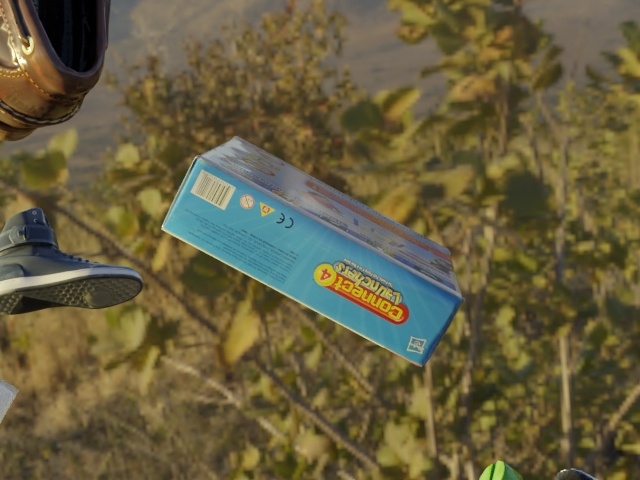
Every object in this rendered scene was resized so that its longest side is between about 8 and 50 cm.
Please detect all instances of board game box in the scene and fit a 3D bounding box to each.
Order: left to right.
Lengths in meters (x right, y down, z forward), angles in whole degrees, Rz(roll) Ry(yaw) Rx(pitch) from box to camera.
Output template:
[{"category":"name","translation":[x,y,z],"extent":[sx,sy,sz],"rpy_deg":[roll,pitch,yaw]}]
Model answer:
[{"category":"board game box","translation":[0.000,0.000,1.364],"extent":[0.308,0.086,0.302],"rpy_deg":[28,9,-1]}]

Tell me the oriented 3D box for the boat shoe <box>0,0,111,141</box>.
[{"category":"boat shoe","translation":[-0.121,-0.148,0.525],"extent":[0.073,0.207,0.073],"rpy_deg":[4,-18,-39]}]

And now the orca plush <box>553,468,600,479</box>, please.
[{"category":"orca plush","translation":[0.339,0.400,1.408],"extent":[0.151,0.287,0.102],"rpy_deg":[-3,34,31]}]

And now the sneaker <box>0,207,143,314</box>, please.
[{"category":"sneaker","translation":[-0.382,0.023,1.831],"extent":[0.226,0.086,0.163],"rpy_deg":[-3,50,-6]}]

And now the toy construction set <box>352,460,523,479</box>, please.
[{"category":"toy construction set","translation":[0.012,0.306,0.970],"extent":[0.309,0.237,0.257],"rpy_deg":[-46,16,17]}]

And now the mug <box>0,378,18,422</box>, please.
[{"category":"mug","translation":[-0.555,0.182,1.457],"extent":[0.276,0.328,0.374],"rpy_deg":[-49,13,45]}]
